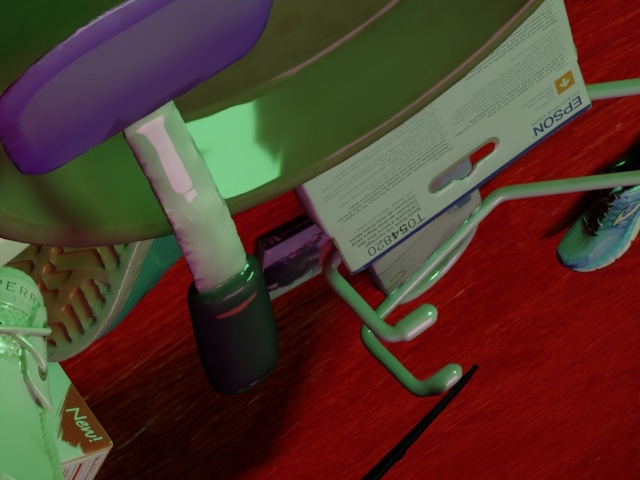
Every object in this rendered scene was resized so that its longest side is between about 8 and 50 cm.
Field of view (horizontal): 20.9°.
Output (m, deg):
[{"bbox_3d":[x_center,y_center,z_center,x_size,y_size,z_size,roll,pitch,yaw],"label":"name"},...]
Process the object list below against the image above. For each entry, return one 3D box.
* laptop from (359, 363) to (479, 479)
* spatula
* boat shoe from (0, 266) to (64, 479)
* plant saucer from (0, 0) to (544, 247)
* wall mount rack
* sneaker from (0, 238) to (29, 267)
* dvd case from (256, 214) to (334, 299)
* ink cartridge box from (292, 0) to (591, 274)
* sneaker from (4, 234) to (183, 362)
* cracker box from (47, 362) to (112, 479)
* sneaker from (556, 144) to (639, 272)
[{"bbox_3d":[-0.133,0.235,1.422,0.408,0.236,0.382,14,147,-14],"label":"laptop"},{"bbox_3d":[-0.038,-0.003,0.531,0.084,0.030,0.296,-32,156,-10],"label":"spatula"},{"bbox_3d":[-0.187,0.053,0.898,0.096,0.277,0.098,-50,131,6],"label":"boat shoe"},{"bbox_3d":[-0.003,-0.105,0.482,0.278,0.041,0.278,-32,156,-16],"label":"plant saucer"},{"bbox_3d":[0.148,-0.024,1.373,0.304,0.130,0.350,-44,161,-5],"label":"wall mount rack"},{"bbox_3d":[-0.239,-0.033,0.831,0.350,0.131,0.148,-46,134,-7],"label":"sneaker"},{"bbox_3d":[0.000,0.000,1.357,0.119,0.013,0.087,-30,156,-23],"label":"dvd case"},{"bbox_3d":[0.067,-0.107,1.161,0.223,0.045,0.224,-35,143,-7],"label":"ink cartridge box"},{"bbox_3d":[-0.091,-0.068,1.011,0.302,0.108,0.121,-54,177,17],"label":"sneaker"},{"bbox_3d":[-0.259,0.109,1.008,0.232,0.155,0.067,-16,148,-42],"label":"cracker box"},{"bbox_3d":[0.277,-0.040,1.645,0.073,0.063,0.162,25,111,-45],"label":"sneaker"}]
